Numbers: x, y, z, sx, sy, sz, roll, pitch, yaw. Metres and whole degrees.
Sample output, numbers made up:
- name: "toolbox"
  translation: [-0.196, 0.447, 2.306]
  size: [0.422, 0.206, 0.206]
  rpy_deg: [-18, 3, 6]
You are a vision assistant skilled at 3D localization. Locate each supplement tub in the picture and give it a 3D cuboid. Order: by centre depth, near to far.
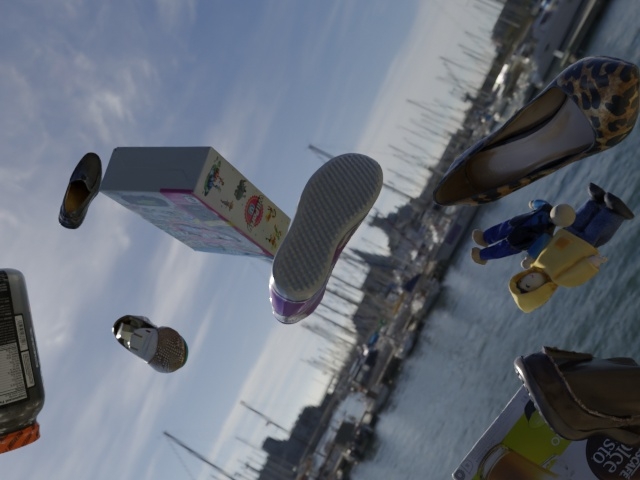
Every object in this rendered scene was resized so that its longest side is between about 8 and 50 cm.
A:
- name: "supplement tub"
  translation: [-0.651, 0.233, 1.341]
  size: [0.207, 0.207, 0.338]
  rpy_deg: [0, -101, -83]

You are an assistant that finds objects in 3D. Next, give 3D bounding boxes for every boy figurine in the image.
- name: "boy figurine"
  translation: [0.487, 0.020, 1.410]
  size: [0.285, 0.092, 0.177]
  rpy_deg: [-49, 38, 10]

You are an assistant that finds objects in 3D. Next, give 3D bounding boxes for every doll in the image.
- name: "doll"
  translation: [0.331, -0.011, 1.133]
  size: [0.189, 0.046, 0.129]
  rpy_deg: [-28, 39, 47]

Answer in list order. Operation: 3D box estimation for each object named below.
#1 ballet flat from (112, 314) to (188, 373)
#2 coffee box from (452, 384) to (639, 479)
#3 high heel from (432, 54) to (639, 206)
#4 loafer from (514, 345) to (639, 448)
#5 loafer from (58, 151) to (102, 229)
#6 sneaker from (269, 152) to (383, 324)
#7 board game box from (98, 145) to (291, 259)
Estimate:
- name: "ballet flat"
  translation: [-0.274, 0.159, 1.087]
  size: [0.206, 0.067, 0.073]
  rpy_deg: [4, 79, 56]
- name: "coffee box"
  translation: [0.541, 0.479, 1.344]
  size: [0.337, 0.338, 0.334]
  rpy_deg: [-51, 34, -1]
- name: "high heel"
  translation: [0.218, -0.098, 0.738]
  size: [0.186, 0.093, 0.261]
  rpy_deg: [-31, -5, -4]
- name: "loafer"
  translation: [0.423, 0.213, 1.039]
  size: [0.130, 0.366, 0.134]
  rpy_deg: [-46, 47, 26]
- name: "loafer"
  translation: [-0.471, -0.106, 1.384]
  size: [0.061, 0.062, 0.170]
  rpy_deg: [131, 149, -60]
- name: "sneaker"
  translation: [-0.001, 0.000, 1.060]
  size: [0.282, 0.102, 0.161]
  rpy_deg: [-56, -12, -29]
- name: "board game box"
  translation: [-0.227, -0.067, 1.330]
  size: [0.303, 0.224, 0.097]
  rpy_deg: [40, -120, -55]
